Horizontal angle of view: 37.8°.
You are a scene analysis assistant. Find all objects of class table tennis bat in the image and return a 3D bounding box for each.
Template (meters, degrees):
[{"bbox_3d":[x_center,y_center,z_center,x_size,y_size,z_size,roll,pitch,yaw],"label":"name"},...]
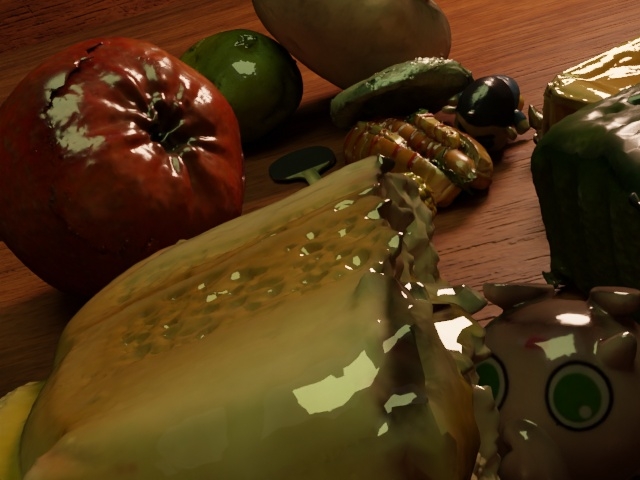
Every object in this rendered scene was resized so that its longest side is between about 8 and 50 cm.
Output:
[{"bbox_3d":[-0.019,-0.091,1.176,0.087,0.013,0.156,-19,23,-5],"label":"table tennis bat"}]

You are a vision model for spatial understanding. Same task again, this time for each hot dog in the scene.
[{"bbox_3d":[0.105,-0.101,1.040,0.104,0.076,0.250,-23,22,-14],"label":"hot dog"}]

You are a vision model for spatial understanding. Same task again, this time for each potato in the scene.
[{"bbox_3d":[-0.127,-0.220,1.367,0.186,0.148,0.253,-51,31,3],"label":"potato"}]

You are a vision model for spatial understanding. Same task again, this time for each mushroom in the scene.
[{"bbox_3d":[0.072,-0.325,1.301,0.356,0.315,0.315,6,32,27],"label":"mushroom"},{"bbox_3d":[0.280,-0.154,1.062,0.060,0.061,0.187,-11,20,27],"label":"mushroom"}]

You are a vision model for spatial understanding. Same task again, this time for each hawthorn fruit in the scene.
[{"bbox_3d":[-0.243,-0.060,0.988,0.307,0.276,0.276,-20,20,31],"label":"hawthorn fruit"}]

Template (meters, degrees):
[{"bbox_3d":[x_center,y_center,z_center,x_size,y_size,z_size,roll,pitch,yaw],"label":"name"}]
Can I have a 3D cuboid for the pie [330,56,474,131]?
[{"bbox_3d":[0.102,-0.179,1.154,0.187,0.041,0.187,-13,-10,-2],"label":"pie"}]

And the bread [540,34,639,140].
[{"bbox_3d":[0.344,-0.140,0.924,0.241,0.107,0.136,-27,28,-20],"label":"bread"}]

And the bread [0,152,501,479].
[{"bbox_3d":[-0.029,0.116,0.455,0.270,0.211,0.315,-25,16,8],"label":"bread"}]

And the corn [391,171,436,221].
[{"bbox_3d":[0.005,0.013,0.844,0.260,0.091,0.091,-30,-8,-35],"label":"corn"}]

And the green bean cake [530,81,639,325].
[{"bbox_3d":[0.303,-0.038,0.674,0.247,0.156,0.250,-19,24,-6],"label":"green bean cake"}]

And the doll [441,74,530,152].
[{"bbox_3d":[0.192,-0.147,1.075,0.102,0.089,0.179,21,15,17],"label":"doll"}]

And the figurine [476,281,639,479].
[{"bbox_3d":[0.139,0.092,0.546,0.125,0.138,0.125,7,-3,0],"label":"figurine"}]
